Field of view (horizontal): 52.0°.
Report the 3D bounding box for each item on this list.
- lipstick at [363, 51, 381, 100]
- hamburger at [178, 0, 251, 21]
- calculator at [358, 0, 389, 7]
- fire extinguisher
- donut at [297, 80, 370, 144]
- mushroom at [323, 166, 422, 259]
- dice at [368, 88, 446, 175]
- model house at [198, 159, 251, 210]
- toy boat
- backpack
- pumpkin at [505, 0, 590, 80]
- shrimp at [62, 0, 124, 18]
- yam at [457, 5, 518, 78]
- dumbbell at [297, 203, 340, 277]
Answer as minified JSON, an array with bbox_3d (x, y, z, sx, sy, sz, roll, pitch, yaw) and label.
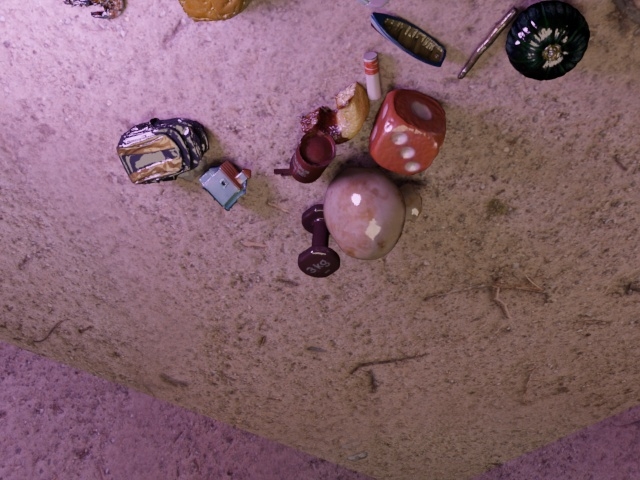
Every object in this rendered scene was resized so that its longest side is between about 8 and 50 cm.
[{"bbox_3d":[0.141,-0.445,1.780,0.038,0.038,0.130,-2,136,10],"label":"lipstick"},{"bbox_3d":[-0.251,-0.652,1.541,0.211,0.132,0.309,-3,135,14],"label":"hamburger"},{"bbox_3d":[0.166,-0.650,1.511,0.246,0.045,0.141,-40,132,21],"label":"calculator"},{"bbox_3d":[-0.054,-0.229,1.925,0.147,0.106,0.337,-1,173,-10],"label":"fire extinguisher"},{"bbox_3d":[0.054,-0.343,1.867,0.141,0.085,0.217,36,129,-28],"label":"donut"},{"bbox_3d":[0.163,-0.091,2.018,0.290,0.297,0.297,-11,148,-34],"label":"mushroom"},{"bbox_3d":[0.236,-0.300,1.828,0.174,0.175,0.179,19,140,-13],"label":"dice"},{"bbox_3d":[-0.283,-0.191,2.074,0.149,0.119,0.148,-39,100,10],"label":"model house"},{"bbox_3d":[0.219,-0.516,1.680,0.229,0.080,0.046,24,169,-18],"label":"toy boat"},{"bbox_3d":[-0.463,-0.278,1.981,0.258,0.133,0.206,-12,126,10],"label":"backpack"},{"bbox_3d":[0.556,-0.487,1.611,0.202,0.140,0.202,2,139,2],"label":"pumpkin"},{"bbox_3d":[-0.586,-0.608,1.699,0.161,0.034,0.091,-3,137,9],"label":"shrimp"},{"bbox_3d":[0.426,-0.502,1.690,0.027,0.029,0.234,-2,146,-35],"label":"yam"},{"bbox_3d":[0.000,0.000,2.139,0.124,0.225,0.140,33,131,-30],"label":"dumbbell"}]
